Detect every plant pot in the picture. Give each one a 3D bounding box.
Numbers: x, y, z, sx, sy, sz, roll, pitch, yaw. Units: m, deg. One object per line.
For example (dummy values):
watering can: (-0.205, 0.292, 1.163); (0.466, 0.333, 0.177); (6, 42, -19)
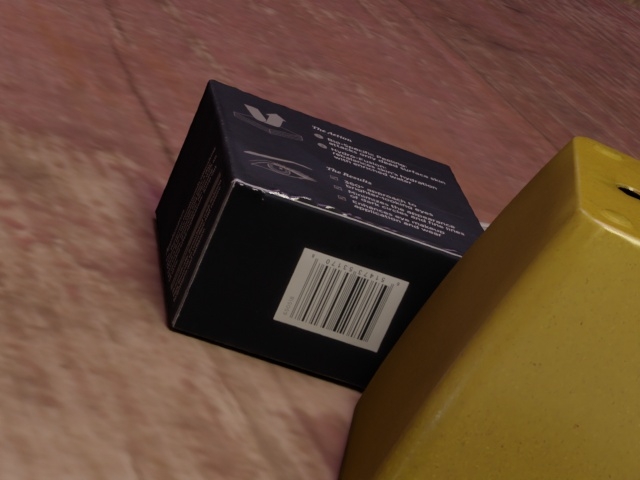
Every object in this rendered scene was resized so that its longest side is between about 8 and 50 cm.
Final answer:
plant pot: (0.139, 0.076, 0.862); (0.212, 0.187, 0.212); (24, 18, -1)

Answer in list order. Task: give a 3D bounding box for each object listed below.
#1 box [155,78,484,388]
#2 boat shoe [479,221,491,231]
box: (0.000, 0.000, 1.043); (0.156, 0.093, 0.158); (19, 20, -16)
boat shoe: (0.181, 0.072, 1.098); (0.254, 0.079, 0.095); (21, 21, -2)
